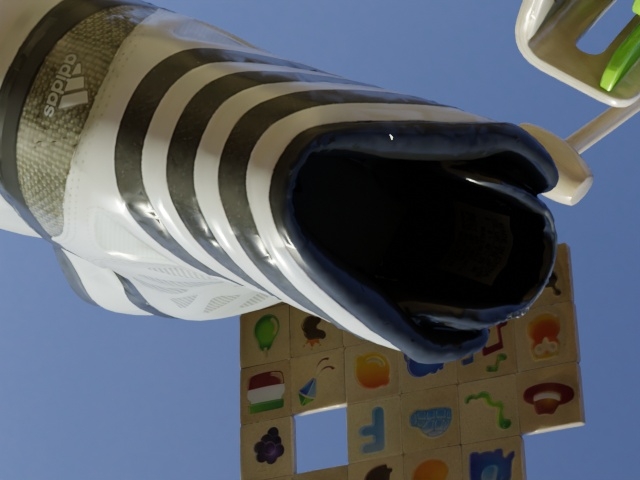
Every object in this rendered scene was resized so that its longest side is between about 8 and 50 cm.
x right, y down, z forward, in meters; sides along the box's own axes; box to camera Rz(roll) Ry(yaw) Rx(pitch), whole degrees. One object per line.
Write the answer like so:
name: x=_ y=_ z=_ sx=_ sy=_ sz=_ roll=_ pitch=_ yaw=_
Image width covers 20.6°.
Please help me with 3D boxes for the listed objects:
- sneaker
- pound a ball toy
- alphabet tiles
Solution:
sneaker: x=-0.001 y=0.001 z=0.901 sx=0.257 sy=0.447 sz=0.169 roll=24 pitch=-90 yaw=19
pound a ball toy: x=0.245 y=-0.205 z=1.446 sx=0.135 sy=0.208 sz=0.319 roll=32 pitch=-131 yaw=14
alphabet tiles: x=0.052 y=0.080 z=1.118 sx=0.237 sy=0.009 sz=0.198 roll=-13 pitch=-117 yaw=25
